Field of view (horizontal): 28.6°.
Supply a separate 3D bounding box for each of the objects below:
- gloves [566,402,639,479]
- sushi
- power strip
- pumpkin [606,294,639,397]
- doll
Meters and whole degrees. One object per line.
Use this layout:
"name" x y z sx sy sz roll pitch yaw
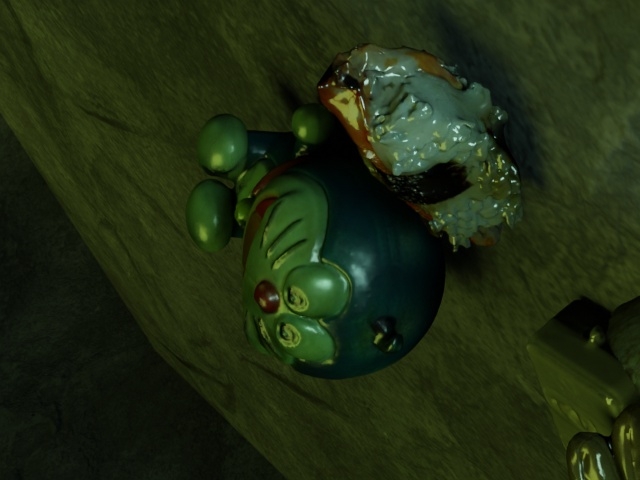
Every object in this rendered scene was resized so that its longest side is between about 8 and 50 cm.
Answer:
"gloves" 0.311 0.255 0.922 0.331 0.154 0.141 41 162 7
"sushi" 0.089 -0.065 0.900 0.103 0.097 0.226 43 179 44
"power strip" 0.246 0.159 1.029 0.105 0.070 0.256 33 156 46
"pumpkin" 0.267 0.079 0.675 0.217 0.217 0.110 45 125 18
"doll" 0.000 0.001 1.153 0.322 0.186 0.198 -121 37 -45
